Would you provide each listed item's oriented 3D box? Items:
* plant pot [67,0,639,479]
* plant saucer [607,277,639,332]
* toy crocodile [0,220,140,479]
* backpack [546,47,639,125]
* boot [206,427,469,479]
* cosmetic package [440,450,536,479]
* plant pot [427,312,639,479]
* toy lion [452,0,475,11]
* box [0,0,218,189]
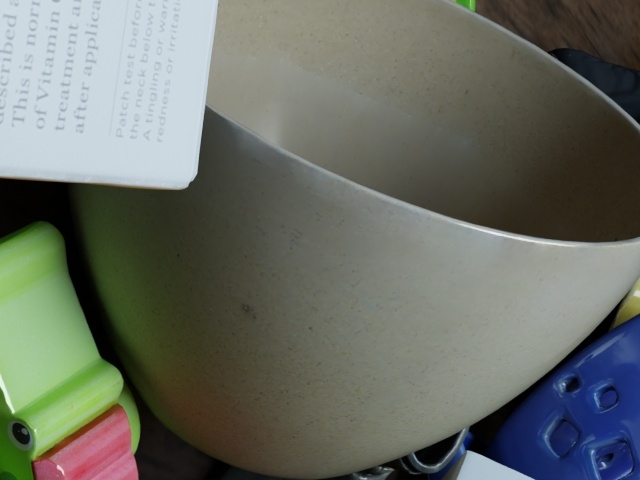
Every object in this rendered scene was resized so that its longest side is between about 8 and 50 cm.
[{"bbox_3d":[0.000,0.000,0.724,0.284,0.284,0.191,-21,140,-55],"label":"plant pot"},{"bbox_3d":[0.300,0.053,1.265,0.333,0.081,0.333,-54,164,-37],"label":"plant saucer"},{"bbox_3d":[-0.122,0.160,0.688,0.115,0.105,0.341,-26,119,-54],"label":"toy crocodile"},{"bbox_3d":[0.199,-0.038,1.140,0.182,0.152,0.115,-65,151,-13],"label":"backpack"},{"bbox_3d":[0.009,0.128,0.831,0.083,0.161,0.247,36,57,-18],"label":"boot"},{"bbox_3d":[0.024,0.302,0.811,0.377,0.097,0.284,110,3,-64],"label":"cosmetic package"},{"bbox_3d":[0.216,0.215,1.050,0.236,0.212,0.236,41,28,-56],"label":"plant pot"},{"bbox_3d":[0.084,-0.179,1.013,0.100,0.034,0.096,63,38,-45],"label":"toy lion"},{"bbox_3d":[-0.203,-0.112,0.369,0.345,0.215,0.168,2,97,-59],"label":"box"}]
